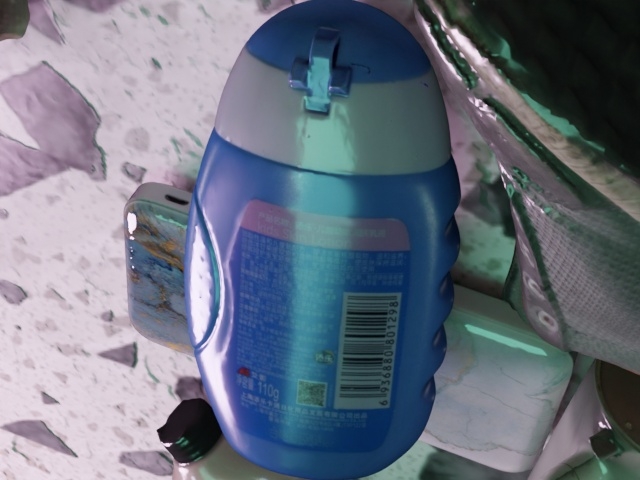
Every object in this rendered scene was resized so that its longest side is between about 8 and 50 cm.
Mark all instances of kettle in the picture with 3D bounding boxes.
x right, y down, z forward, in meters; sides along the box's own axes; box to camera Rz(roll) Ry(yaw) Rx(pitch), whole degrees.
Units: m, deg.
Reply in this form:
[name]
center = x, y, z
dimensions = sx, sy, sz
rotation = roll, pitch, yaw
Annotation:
[kettle]
center = 0.172, 0.136, 0.773
dimensions = 0.098, 0.127, 0.148
rotation = 27, 139, 6

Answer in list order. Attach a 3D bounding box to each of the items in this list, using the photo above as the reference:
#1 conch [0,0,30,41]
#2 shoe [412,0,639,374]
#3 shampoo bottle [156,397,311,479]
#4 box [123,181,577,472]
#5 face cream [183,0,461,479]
[conch]
center = -0.317, -0.139, 0.703
dimensions = 0.297, 0.210, 0.352
rotation = -5, 138, 8
[shoe]
center = 0.140, -0.018, 0.651
dimensions = 0.336, 0.132, 0.171
rotation = 42, 146, -20
[shampoo bottle]
center = -0.028, 0.212, 0.988
dimensions = 0.127, 0.078, 0.257
rotation = -11, 129, 41
[box]
center = 0.011, 0.055, 0.841
dimensions = 0.285, 0.044, 0.142
rotation = 19, 142, 10
[face cream]
center = 0.000, 0.000, 0.720
dimensions = 0.149, 0.083, 0.264
rotation = 9, 119, 9
